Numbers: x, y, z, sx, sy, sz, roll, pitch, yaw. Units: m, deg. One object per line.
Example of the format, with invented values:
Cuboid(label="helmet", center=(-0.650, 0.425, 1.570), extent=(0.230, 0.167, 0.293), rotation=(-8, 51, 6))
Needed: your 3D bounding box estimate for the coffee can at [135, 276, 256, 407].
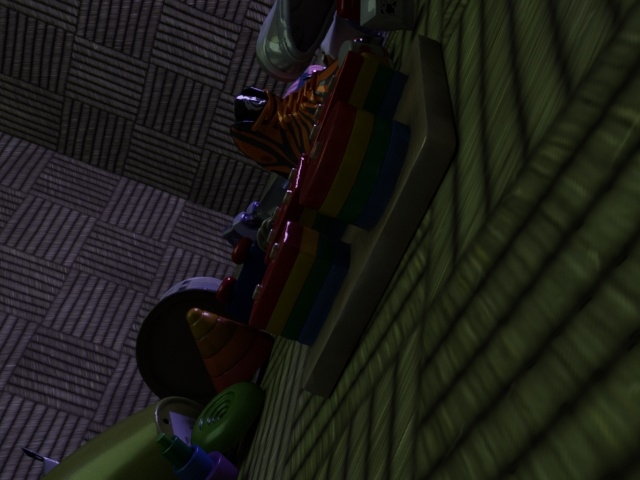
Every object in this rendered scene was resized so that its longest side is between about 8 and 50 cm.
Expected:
Cuboid(label="coffee can", center=(-0.215, 0.174, 1.455), extent=(0.275, 0.201, 0.202), rotation=(-164, 94, -84))

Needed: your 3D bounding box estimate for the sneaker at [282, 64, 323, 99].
Cuboid(label="sneaker", center=(-0.030, -0.339, 1.845), extent=(0.319, 0.112, 0.131), rotation=(-106, 34, -76))

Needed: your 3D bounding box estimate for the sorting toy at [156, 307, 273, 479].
Cuboid(label="sorting toy", center=(-0.160, 0.201, 1.117), extent=(0.127, 0.126, 0.365), rotation=(-38, 18, 18))

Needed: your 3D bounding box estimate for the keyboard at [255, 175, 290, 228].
Cuboid(label="keyboard", center=(-0.039, -0.099, 1.403), extent=(0.180, 0.023, 0.108), rotation=(-57, 39, 2))

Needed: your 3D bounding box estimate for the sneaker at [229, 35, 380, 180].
Cuboid(label="sneaker", center=(-0.035, -0.188, 1.173), extent=(0.321, 0.180, 0.125), rotation=(119, 168, -53))

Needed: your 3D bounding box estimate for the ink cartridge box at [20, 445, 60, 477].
Cuboid(label="ink cartridge box", center=(-0.398, 0.470, 1.476), extent=(0.165, 0.332, 0.065), rotation=(124, 168, -66))

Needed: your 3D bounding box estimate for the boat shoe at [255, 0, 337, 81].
Cuboid(label="boat shoe", center=(-0.010, -0.398, 1.230), extent=(0.103, 0.118, 0.320), rotation=(-16, 53, 62))

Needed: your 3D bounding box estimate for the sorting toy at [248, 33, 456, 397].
Cuboid(label="sorting toy", center=(0.019, -0.043, 0.726), extent=(0.257, 0.089, 0.255), rotation=(-81, 13, -60))

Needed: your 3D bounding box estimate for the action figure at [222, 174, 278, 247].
Cuboid(label="action figure", center=(-0.074, -0.089, 1.554), extent=(0.285, 0.099, 0.185), rotation=(-45, 16, 42))

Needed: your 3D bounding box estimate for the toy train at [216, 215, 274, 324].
Cuboid(label="toy train", center=(-0.056, 0.005, 1.186), extent=(0.143, 0.105, 0.248), rotation=(-58, -5, -49))

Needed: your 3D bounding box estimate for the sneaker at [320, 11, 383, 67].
Cuboid(label="sneaker", center=(0.040, -0.355, 1.370), extent=(0.290, 0.105, 0.123), rotation=(-83, 17, -56))

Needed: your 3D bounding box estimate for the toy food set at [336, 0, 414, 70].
Cuboid(label="toy food set", center=(0.089, -0.292, 1.004), extent=(0.111, 0.104, 0.232), rotation=(164, 109, -65))

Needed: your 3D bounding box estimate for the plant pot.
Cuboid(label="plant pot", center=(-0.268, 0.381, 1.201), extent=(0.293, 0.274, 0.275), rotation=(-49, 14, 18))

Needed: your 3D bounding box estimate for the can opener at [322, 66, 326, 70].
Cuboid(label="can opener", center=(0.034, -0.324, 1.522), extent=(0.186, 0.059, 0.073), rotation=(-78, 10, -47))
